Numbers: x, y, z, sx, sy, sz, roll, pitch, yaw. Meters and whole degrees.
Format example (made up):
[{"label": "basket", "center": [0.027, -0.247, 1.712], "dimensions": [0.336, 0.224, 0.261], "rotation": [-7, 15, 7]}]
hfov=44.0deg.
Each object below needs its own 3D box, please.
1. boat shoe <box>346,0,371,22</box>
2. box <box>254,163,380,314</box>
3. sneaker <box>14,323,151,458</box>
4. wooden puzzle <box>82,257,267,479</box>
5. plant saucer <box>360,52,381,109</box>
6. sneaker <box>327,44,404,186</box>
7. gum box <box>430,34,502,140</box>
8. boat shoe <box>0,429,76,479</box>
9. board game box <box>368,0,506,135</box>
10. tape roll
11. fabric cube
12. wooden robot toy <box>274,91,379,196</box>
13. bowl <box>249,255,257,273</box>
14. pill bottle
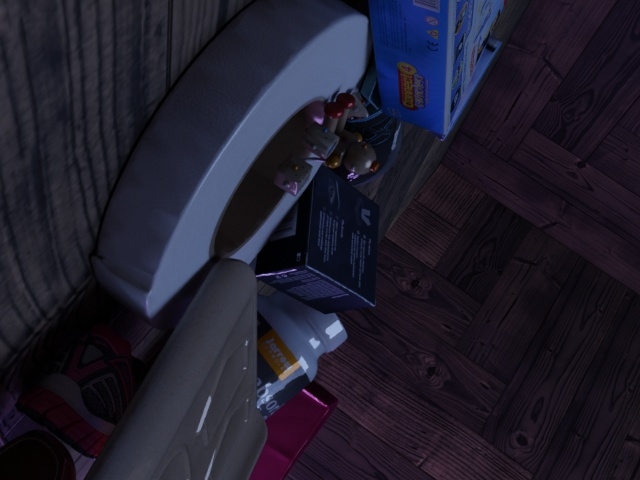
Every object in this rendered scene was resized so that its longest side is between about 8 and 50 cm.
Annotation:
[{"label": "boat shoe", "center": [0.063, -0.293, 0.923], "dimensions": [0.040, 0.049, 0.142], "rotation": [-5, -133, 44]}, {"label": "box", "center": [0.000, 0.000, 1.079], "dimensions": [0.093, 0.158, 0.156], "rotation": [-15, -122, 36]}, {"label": "sneaker", "center": [-0.223, 0.181, 0.878], "dimensions": [0.112, 0.120, 0.299], "rotation": [-55, 172, -16]}, {"label": "wooden puzzle", "center": [-0.156, 0.233, 0.848], "dimensions": [0.348, 0.080, 0.322], "rotation": [89, 21, -48]}, {"label": "plant saucer", "center": [0.091, -0.251, 0.932], "dimensions": [0.067, 0.018, 0.192], "rotation": [4, 107, -76]}, {"label": "sneaker", "center": [0.064, -0.200, 1.157], "dimensions": [0.139, 0.125, 0.341], "rotation": [-16, 152, -32]}, {"label": "gum box", "center": [0.164, -0.264, 1.204], "dimensions": [0.041, 0.157, 0.184], "rotation": [-49, 169, -40]}, {"label": "boat shoe", "center": [-0.344, 0.307, 0.698], "dimensions": [0.324, 0.123, 0.116], "rotation": [-53, 170, -24]}, {"label": "board game box", "center": [0.156, -0.318, 0.856], "dimensions": [0.308, 0.086, 0.302], "rotation": [68, 46, -70]}, {"label": "tape roll", "center": [-0.080, -0.081, 0.833], "dimensions": [0.392, 0.072, 0.392], "rotation": [-54, 173, -10]}, {"label": "fabric cube", "center": [-0.140, 0.361, 1.608], "dimensions": [0.259, 0.254, 0.258], "rotation": [-54, 172, -3]}, {"label": "wooden robot toy", "center": [0.028, -0.100, 0.845], "dimensions": [0.173, 0.079, 0.076], "rotation": [-48, 169, -45]}, {"label": "bowl", "center": [-0.110, 0.023, 1.134], "dimensions": [0.142, 0.053, 0.142], "rotation": [-50, 170, -40]}, {"label": "pill bottle", "center": [-0.106, 0.181, 1.172], "dimensions": [0.278, 0.162, 0.162], "rotation": [-38, 169, -11]}]
